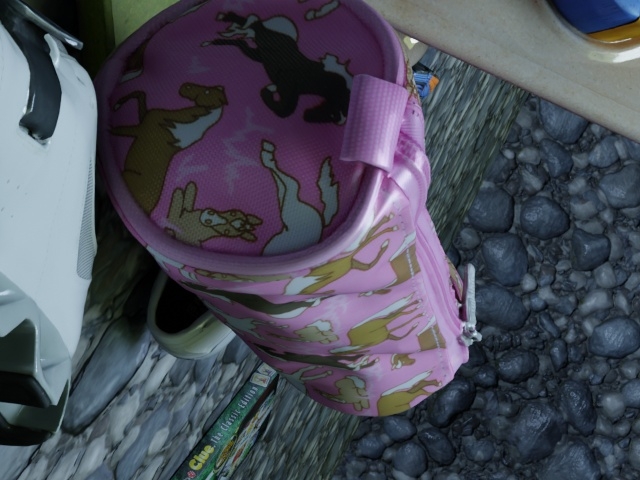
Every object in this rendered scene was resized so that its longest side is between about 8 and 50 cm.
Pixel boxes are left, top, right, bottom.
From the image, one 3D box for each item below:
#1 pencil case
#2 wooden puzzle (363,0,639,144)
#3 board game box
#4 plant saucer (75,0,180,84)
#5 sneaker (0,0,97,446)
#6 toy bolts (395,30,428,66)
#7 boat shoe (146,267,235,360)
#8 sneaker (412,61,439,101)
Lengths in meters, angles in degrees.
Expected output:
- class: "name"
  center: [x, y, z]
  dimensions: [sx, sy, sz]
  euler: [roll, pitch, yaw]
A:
- class: "pencil case"
  center: [0.000, 0.000, 0.658]
  dimensions: [0.167, 0.160, 0.386]
  euler: [-27, 157, 3]
- class: "wooden puzzle"
  center: [0.133, -0.249, 0.580]
  dimensions: [0.080, 0.347, 0.322]
  euler: [6, -103, 64]
- class: "board game box"
  center: [-0.128, 0.267, 1.284]
  dimensions: [0.260, 0.030, 0.136]
  euler: [-50, 164, -45]
- class: "plant saucer"
  center: [-0.079, -0.148, 0.611]
  dimensions: [0.188, 0.045, 0.188]
  euler: [-54, 164, -33]
- class: "sneaker"
  center: [-0.153, -0.054, 0.406]
  dimensions: [0.331, 0.122, 0.146]
  euler: [93, 9, -58]
- class: "toy bolts"
  center: [0.063, -0.150, 0.752]
  dimensions: [0.228, 0.218, 0.159]
  euler: [72, 8, -65]
- class: "boat shoe"
  center: [-0.053, -0.028, 0.863]
  dimensions: [0.268, 0.096, 0.088]
  euler: [-53, 170, -7]
- class: "sneaker"
  center: [0.067, -0.151, 1.106]
  dimensions: [0.087, 0.083, 0.221]
  euler: [-60, 166, 9]
